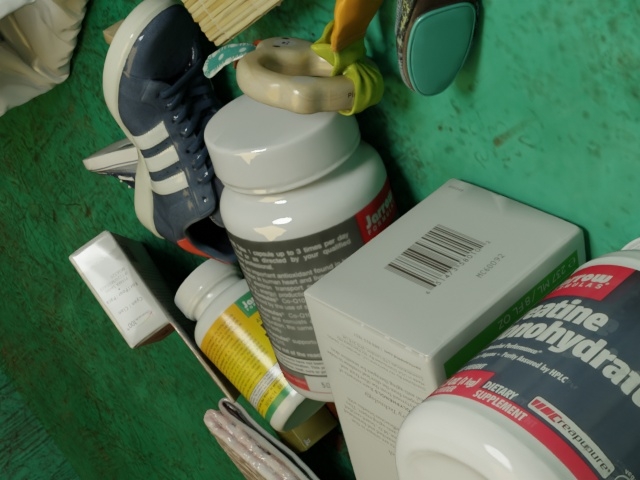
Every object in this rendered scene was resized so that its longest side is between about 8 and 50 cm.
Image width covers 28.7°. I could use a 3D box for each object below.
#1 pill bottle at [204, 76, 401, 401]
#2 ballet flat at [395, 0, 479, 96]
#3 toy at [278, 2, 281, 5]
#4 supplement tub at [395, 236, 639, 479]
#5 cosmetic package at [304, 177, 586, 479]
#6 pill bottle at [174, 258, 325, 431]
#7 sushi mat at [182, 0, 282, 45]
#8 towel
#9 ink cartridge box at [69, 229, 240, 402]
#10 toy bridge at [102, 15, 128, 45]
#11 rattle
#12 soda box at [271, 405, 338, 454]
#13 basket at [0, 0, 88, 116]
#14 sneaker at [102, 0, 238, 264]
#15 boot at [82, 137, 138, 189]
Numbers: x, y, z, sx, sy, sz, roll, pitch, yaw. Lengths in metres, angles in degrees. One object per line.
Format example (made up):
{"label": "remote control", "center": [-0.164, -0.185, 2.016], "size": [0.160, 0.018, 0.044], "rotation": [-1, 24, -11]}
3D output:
{"label": "pill bottle", "center": [0.000, 0.000, 1.193], "size": [0.161, 0.161, 0.283], "rotation": [21, 138, 48]}
{"label": "ballet flat", "center": [0.086, -0.195, 0.951], "size": [0.070, 0.070, 0.188], "rotation": [40, 148, 26]}
{"label": "toy", "center": [-0.103, -0.325, 1.091], "size": [0.237, 0.056, 0.137], "rotation": [36, 150, 19]}
{"label": "supplement tub", "center": [0.204, 0.127, 0.886], "size": [0.191, 0.272, 0.191], "rotation": [38, 149, 28]}
{"label": "cosmetic package", "center": [0.135, 0.155, 1.120], "size": [0.155, 0.197, 0.365], "rotation": [25, 143, 43]}
{"label": "pill bottle", "center": [-0.076, 0.119, 1.504], "size": [0.208, 0.117, 0.117], "rotation": [45, 152, 17]}
{"label": "sushi mat", "center": [-0.063, -0.268, 1.028], "size": [0.151, 0.019, 0.316], "rotation": [53, 150, -10]}
{"label": "towel", "center": [0.004, 0.370, 1.666], "size": [0.332, 0.053, 0.317], "rotation": [37, 164, 30]}
{"label": "ink cartridge box", "center": [-0.204, 0.113, 1.636], "size": [0.261, 0.066, 0.296], "rotation": [54, 178, 2]}
{"label": "toy bridge", "center": [-0.191, -0.173, 1.403], "size": [0.026, 0.063, 0.188], "rotation": [32, 148, 36]}
{"label": "rattle", "center": [-0.030, -0.191, 1.092], "size": [0.200, 0.130, 0.142], "rotation": [44, 153, 52]}
{"label": "soda box", "center": [-0.059, 0.187, 1.622], "size": [0.181, 0.058, 0.061], "rotation": [53, 154, 1]}
{"label": "basket", "center": [-0.483, -0.281, 1.468], "size": [0.266, 0.328, 0.331], "rotation": [56, 154, 5]}
{"label": "sneaker", "center": [-0.126, -0.105, 1.330], "size": [0.148, 0.131, 0.350], "rotation": [32, 153, 24]}
{"label": "boot", "center": [-0.230, -0.081, 1.567], "size": [0.190, 0.069, 0.086], "rotation": [-1, 118, 56]}
